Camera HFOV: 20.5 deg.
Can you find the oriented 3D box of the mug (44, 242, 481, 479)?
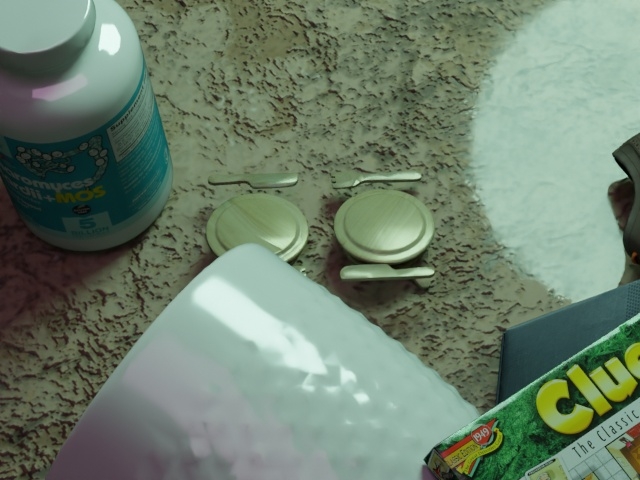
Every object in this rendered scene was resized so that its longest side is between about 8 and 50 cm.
[{"bbox_3d":[-0.023,0.244,1.249,0.328,0.276,0.374,35,91,10],"label":"mug"}]

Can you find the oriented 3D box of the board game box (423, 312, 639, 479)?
[{"bbox_3d":[0.209,0.129,1.166,0.260,0.030,0.136,-30,70,-24],"label":"board game box"}]

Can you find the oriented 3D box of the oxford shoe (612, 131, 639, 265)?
[{"bbox_3d":[0.307,0.021,1.447,0.098,0.097,0.271,-20,53,17],"label":"oxford shoe"}]

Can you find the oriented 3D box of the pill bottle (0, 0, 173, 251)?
[{"bbox_3d":[-0.210,-0.113,1.457,0.146,0.264,0.146,-2,59,4],"label":"pill bottle"}]

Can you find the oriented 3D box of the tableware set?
[{"bbox_3d":[0.000,0.000,1.506,0.194,0.039,0.128,-2,48,-3],"label":"tableware set"}]

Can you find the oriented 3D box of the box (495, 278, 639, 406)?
[{"bbox_3d":[0.229,0.125,1.318,0.233,0.059,0.183,-24,47,44],"label":"box"}]
